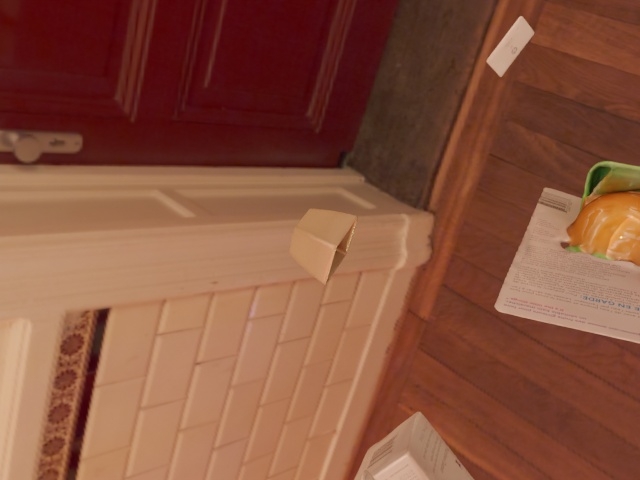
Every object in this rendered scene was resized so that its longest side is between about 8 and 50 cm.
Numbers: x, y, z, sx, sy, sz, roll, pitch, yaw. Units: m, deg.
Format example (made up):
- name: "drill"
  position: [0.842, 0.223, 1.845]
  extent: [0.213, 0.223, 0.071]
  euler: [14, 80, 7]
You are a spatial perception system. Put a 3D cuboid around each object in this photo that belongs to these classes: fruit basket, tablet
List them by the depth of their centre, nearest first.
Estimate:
- name: "fruit basket"
  position: [0.359, 0.042, 0.708]
  extent: [0.327, 0.353, 0.165]
  euler: [13, 120, 19]
- name: "tablet"
  position: [0.291, -0.295, 1.111]
  extent: [0.083, 0.054, 0.006]
  euler: [-53, 50, 10]

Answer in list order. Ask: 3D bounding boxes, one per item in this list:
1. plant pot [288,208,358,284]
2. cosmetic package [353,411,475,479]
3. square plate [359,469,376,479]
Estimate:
- name: "plant pot"
  position: [0.000, 0.000, 1.426]
  extent: [0.096, 0.109, 0.109]
  euler: [26, 135, 11]
- name: "cosmetic package"
  position: [0.240, 0.548, 1.371]
  extent: [0.156, 0.217, 0.385]
  euler: [-41, 88, 16]
- name: "square plate"
  position: [0.087, 0.486, 0.768]
  extent: [0.049, 0.347, 0.344]
  euler: [-18, 124, 23]
